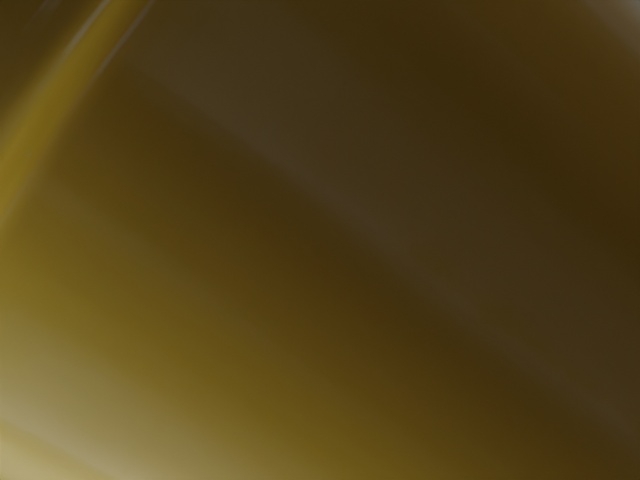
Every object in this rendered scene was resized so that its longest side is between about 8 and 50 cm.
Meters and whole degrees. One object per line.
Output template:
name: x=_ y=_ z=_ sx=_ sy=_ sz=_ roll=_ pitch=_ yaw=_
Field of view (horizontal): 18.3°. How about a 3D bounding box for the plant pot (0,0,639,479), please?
plant pot: x=0.000 y=0.000 z=0.491 sx=0.239 sy=0.254 sz=0.254 roll=37 pitch=-110 yaw=12
